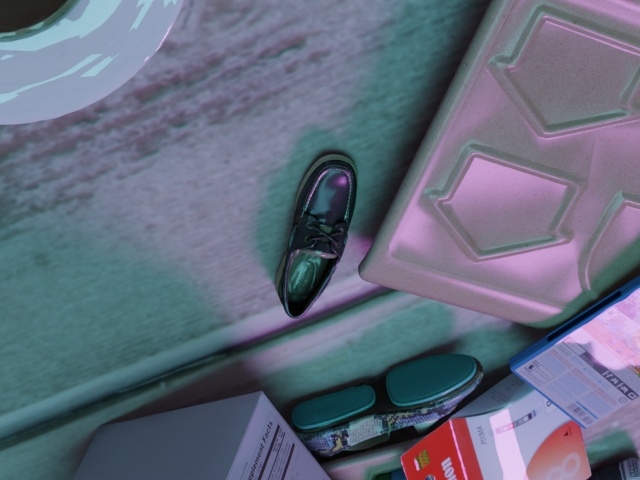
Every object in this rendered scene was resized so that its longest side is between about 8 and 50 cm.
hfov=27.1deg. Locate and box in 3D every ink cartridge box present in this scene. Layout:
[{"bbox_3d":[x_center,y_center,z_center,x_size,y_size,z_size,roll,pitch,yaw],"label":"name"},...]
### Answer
[{"bbox_3d":[0.170,0.211,1.257,0.179,0.045,0.145,-34,125,-23],"label":"ink cartridge box"}]

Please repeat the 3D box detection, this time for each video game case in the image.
[{"bbox_3d":[0.269,0.097,1.190,0.166,0.015,0.119,-36,124,24],"label":"video game case"}]

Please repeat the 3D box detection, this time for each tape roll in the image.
[{"bbox_3d":[-0.231,-0.229,0.934,0.286,0.100,0.286,-4,122,-6],"label":"tape roll"}]

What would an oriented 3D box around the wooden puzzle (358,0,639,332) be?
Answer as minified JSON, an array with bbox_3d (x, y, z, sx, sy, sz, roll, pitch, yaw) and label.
[{"bbox_3d":[0.237,-0.068,1.122,0.322,0.080,0.348,16,123,-18],"label":"wooden puzzle"}]

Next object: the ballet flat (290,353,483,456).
[{"bbox_3d":[0.067,0.157,1.240,0.188,0.070,0.070,-16,123,12],"label":"ballet flat"}]

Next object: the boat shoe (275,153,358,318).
[{"bbox_3d":[0.000,0.000,1.139,0.056,0.049,0.152,8,119,-13],"label":"boat shoe"}]

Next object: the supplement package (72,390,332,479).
[{"bbox_3d":[-0.088,0.307,1.187,0.199,0.198,0.263,-16,124,31],"label":"supplement package"}]

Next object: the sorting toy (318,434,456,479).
[{"bbox_3d":[0.050,0.282,1.302,0.193,0.038,0.208,-17,128,12],"label":"sorting toy"}]

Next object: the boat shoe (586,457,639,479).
[{"bbox_3d":[0.320,0.330,1.365,0.076,0.080,0.228,-14,113,12],"label":"boat shoe"}]
